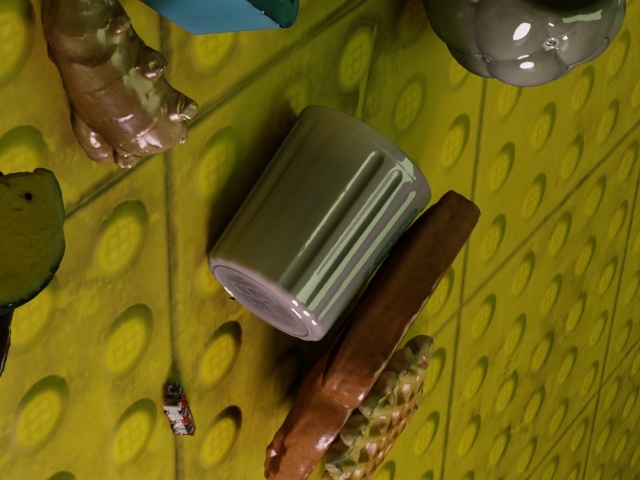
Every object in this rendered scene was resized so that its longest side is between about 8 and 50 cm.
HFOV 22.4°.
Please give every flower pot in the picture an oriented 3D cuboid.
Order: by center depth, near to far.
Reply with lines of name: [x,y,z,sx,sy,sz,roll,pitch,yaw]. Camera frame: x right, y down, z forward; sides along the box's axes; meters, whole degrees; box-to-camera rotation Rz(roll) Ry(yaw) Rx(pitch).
flower pot: [0.231,-0.294,1.826,0.246,0.246,0.195,-56,-175,-21]

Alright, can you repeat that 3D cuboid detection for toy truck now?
toy truck: [-0.151,0.182,1.734,0.083,0.024,0.032,75,23,-55]

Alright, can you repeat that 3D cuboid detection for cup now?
cup: [0.008,0.001,1.709,0.202,0.167,0.221,-54,129,-17]

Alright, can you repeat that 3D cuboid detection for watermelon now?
watermelon: [-0.228,0.013,1.088,0.181,0.075,0.092,-17,118,-56]

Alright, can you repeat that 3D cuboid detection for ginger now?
ginger: [-0.168,-0.133,1.327,0.081,0.115,0.205,-35,140,-23]

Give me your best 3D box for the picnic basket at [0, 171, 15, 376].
picnic basket: [-0.351,0.046,1.107,0.297,0.129,0.222,-26,132,-55]

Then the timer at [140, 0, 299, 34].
timer: [-0.095,-0.316,1.350,0.232,0.091,0.250,26,66,-64]

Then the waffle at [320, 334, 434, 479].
waffle: [0.072,0.247,2.127,0.261,0.056,0.250,-51,166,-23]

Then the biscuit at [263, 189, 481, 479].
biscuit: [0.056,0.113,1.866,0.350,0.078,0.455,-50,173,-38]
